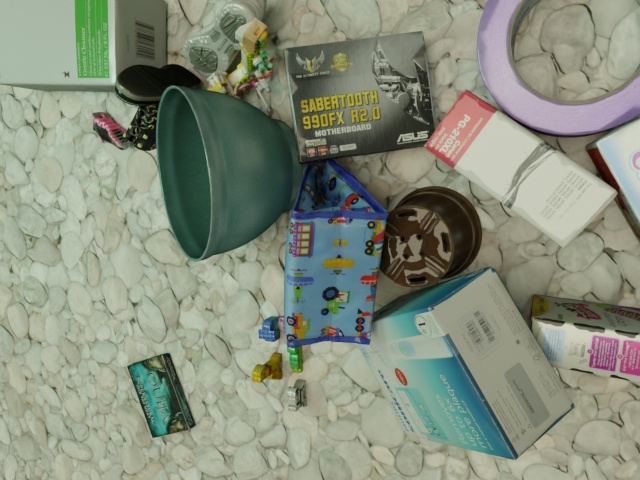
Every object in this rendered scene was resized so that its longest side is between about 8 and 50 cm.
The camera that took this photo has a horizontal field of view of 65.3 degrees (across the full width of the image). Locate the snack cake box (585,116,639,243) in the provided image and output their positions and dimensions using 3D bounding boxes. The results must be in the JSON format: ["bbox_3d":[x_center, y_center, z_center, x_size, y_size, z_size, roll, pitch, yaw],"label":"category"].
[{"bbox_3d":[0.471,-0.038,0.676,0.089,0.152,0.265,-30,86,25],"label":"snack cake box"}]

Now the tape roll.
[{"bbox_3d":[0.371,-0.289,0.717,0.274,0.090,0.275,4,100,23],"label":"tape roll"}]

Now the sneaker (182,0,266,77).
[{"bbox_3d":[-0.174,-0.394,0.955,0.232,0.115,0.090,-13,129,45],"label":"sneaker"}]

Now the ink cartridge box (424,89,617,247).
[{"bbox_3d":[0.290,-0.107,0.735,0.237,0.172,0.100,40,112,14],"label":"ink cartridge box"}]

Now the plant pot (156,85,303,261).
[{"bbox_3d":[-0.154,-0.123,0.890,0.293,0.196,0.293,26,121,55],"label":"plant pot"}]

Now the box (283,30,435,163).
[{"bbox_3d":[0.065,-0.233,0.827,0.230,0.056,0.183,-8,96,-4],"label":"box"}]

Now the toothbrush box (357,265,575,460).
[{"bbox_3d":[0.190,0.185,0.767,0.216,0.126,0.295,61,158,4],"label":"toothbrush box"}]

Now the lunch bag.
[{"bbox_3d":[0.000,0.000,0.835,0.138,0.293,0.221,0,115,-9],"label":"lunch bag"}]

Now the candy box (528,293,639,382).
[{"bbox_3d":[0.426,0.141,0.721,0.233,0.159,0.071,5,99,23],"label":"candy box"}]

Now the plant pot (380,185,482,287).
[{"bbox_3d":[0.167,0.000,0.812,0.166,0.165,0.167,4,101,24],"label":"plant pot"}]

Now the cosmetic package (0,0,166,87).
[{"bbox_3d":[-0.517,-0.419,1.062,0.365,0.155,0.197,6,102,22],"label":"cosmetic package"}]

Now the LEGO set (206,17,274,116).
[{"bbox_3d":[-0.137,-0.282,0.924,0.287,0.132,0.107,-27,92,47],"label":"LEGO set"}]

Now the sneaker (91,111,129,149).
[{"bbox_3d":[-0.478,-0.239,1.138,0.119,0.047,0.057,45,127,16],"label":"sneaker"}]

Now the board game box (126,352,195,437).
[{"bbox_3d":[-0.382,0.370,1.193,0.126,0.026,0.186,-21,89,26],"label":"board game box"}]

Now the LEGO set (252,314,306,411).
[{"bbox_3d":[-0.088,0.239,1.003,0.086,0.093,0.228,1,99,24],"label":"LEGO set"}]

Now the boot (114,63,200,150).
[{"bbox_3d":[-0.337,-0.246,0.971,0.085,0.236,0.179,39,116,-3],"label":"boot"}]
